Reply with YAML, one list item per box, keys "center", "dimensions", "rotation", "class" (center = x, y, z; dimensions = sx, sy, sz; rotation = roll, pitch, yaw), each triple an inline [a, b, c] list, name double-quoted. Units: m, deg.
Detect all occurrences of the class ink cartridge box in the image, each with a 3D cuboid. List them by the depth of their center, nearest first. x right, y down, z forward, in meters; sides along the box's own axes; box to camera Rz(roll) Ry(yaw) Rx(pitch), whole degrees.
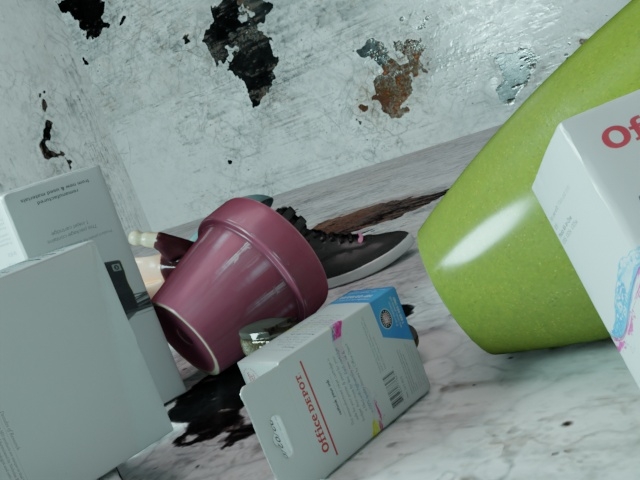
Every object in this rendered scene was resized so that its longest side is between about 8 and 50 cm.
- center: [0.232, 0.014, 0.371]
  dimensions: [0.154, 0.212, 0.093]
  rotation: [-21, -23, -2]
  class: "ink cartridge box"
- center: [0.003, 0.123, 0.602]
  dimensions: [0.181, 0.104, 0.062]
  rotation: [-28, 12, -39]
  class: "ink cartridge box"
- center: [-0.320, 0.078, 0.928]
  dimensions: [0.129, 0.307, 0.223]
  rotation: [-24, 10, -33]
  class: "ink cartridge box"

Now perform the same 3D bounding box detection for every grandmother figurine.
- center: [-0.269, 0.064, 1.280]
  dimensions: [0.343, 0.207, 0.104]
  rotation: [-15, 50, 11]
  class: "grandmother figurine"

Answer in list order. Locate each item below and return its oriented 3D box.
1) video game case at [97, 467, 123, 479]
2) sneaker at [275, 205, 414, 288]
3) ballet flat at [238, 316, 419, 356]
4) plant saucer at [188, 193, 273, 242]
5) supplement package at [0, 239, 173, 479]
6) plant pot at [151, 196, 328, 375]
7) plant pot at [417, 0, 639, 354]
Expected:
- center: [-0.277, 0.261, 0.608]
  dimensions: [0.232, 0.041, 0.210]
  rotation: [-24, 9, -21]
  class: "video game case"
- center: [0.000, 0.000, 1.175]
  dimensions: [0.296, 0.146, 0.104]
  rotation: [-19, 8, 4]
  class: "sneaker"
- center: [0.004, 0.122, 0.794]
  dimensions: [0.250, 0.058, 0.084]
  rotation: [-5, 13, 40]
  class: "ballet flat"
- center: [-0.225, 0.010, 1.481]
  dimensions: [0.317, 0.044, 0.317]
  rotation: [-45, -4, -4]
  class: "plant saucer"
- center: [-0.280, 0.130, 0.627]
  dimensions: [0.203, 0.194, 0.149]
  rotation: [-27, 10, -40]
  class: "supplement package"
- center: [-0.119, 0.072, 0.950]
  dimensions: [0.180, 0.201, 0.201]
  rotation: [-45, 21, -30]
  class: "plant pot"
- center: [0.242, -0.027, 0.609]
  dimensions: [0.294, 0.274, 0.275]
  rotation: [-34, 4, 21]
  class: "plant pot"
